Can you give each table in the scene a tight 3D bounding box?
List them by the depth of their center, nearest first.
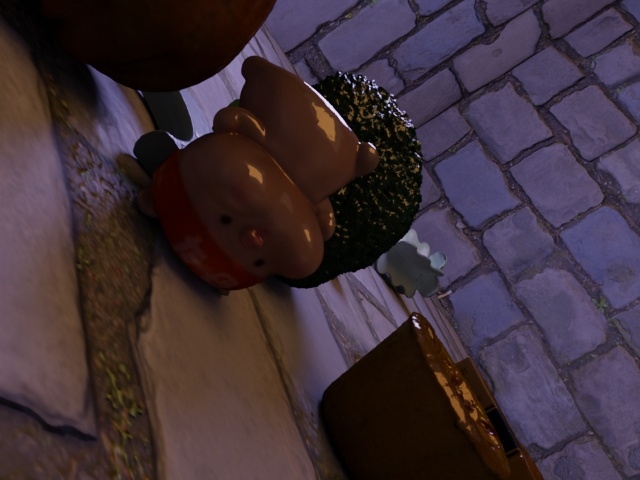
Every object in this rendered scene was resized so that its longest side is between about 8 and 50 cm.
[{"bbox_3d":[0.219,0.044,1.956,0.198,0.166,0.166,40,20,-42],"label":"table"}]

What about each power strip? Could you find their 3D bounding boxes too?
[{"bbox_3d":[-0.154,-0.116,0.815,0.137,0.044,0.216,52,12,-35],"label":"power strip"}]

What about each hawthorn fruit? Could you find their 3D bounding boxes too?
[{"bbox_3d":[-0.142,-0.298,0.682,0.277,0.298,0.277,51,-2,3],"label":"hawthorn fruit"}]

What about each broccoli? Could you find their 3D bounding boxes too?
[{"bbox_3d":[-0.016,-0.083,0.928,0.297,0.297,0.297,29,-1,19],"label":"broccoli"}]

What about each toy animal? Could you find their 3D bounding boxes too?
[{"bbox_3d":[-0.060,-0.051,0.681,0.171,0.197,0.171,35,-13,9],"label":"toy animal"}]

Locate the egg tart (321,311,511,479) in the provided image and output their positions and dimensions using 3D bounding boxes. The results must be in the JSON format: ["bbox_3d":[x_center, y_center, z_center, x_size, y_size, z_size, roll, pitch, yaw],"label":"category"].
[{"bbox_3d":[0.096,0.198,0.808,0.202,0.147,0.202,57,8,-12],"label":"egg tart"}]

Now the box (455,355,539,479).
[{"bbox_3d":[0.185,0.287,0.970,0.070,0.152,0.237,53,11,-39],"label":"box"}]

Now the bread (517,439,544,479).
[{"bbox_3d":[0.261,0.379,1.105,0.253,0.142,0.227,56,-4,7],"label":"bread"}]
